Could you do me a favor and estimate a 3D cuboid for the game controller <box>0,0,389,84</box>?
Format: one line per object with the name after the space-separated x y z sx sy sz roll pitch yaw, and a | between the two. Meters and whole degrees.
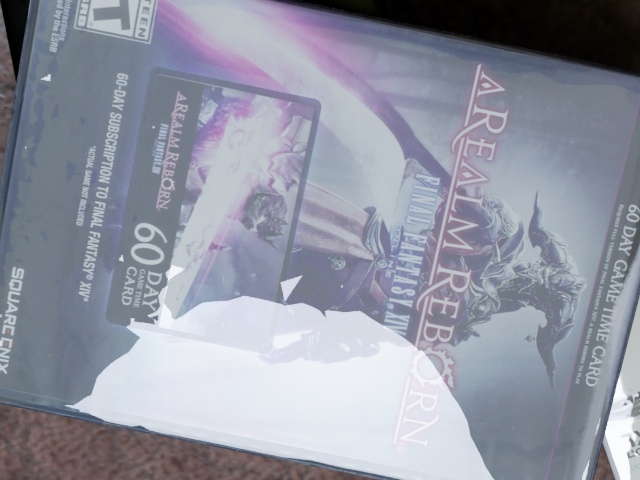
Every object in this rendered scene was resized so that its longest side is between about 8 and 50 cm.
-0.051 -0.081 0.738 0.166 0.067 0.319 -6 103 18 | game controller

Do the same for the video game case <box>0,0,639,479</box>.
0.000 0.000 0.719 0.274 0.026 0.196 12 103 -1 | video game case

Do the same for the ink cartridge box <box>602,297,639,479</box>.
0.186 0.056 0.869 0.109 0.063 0.150 -19 99 7 | ink cartridge box
